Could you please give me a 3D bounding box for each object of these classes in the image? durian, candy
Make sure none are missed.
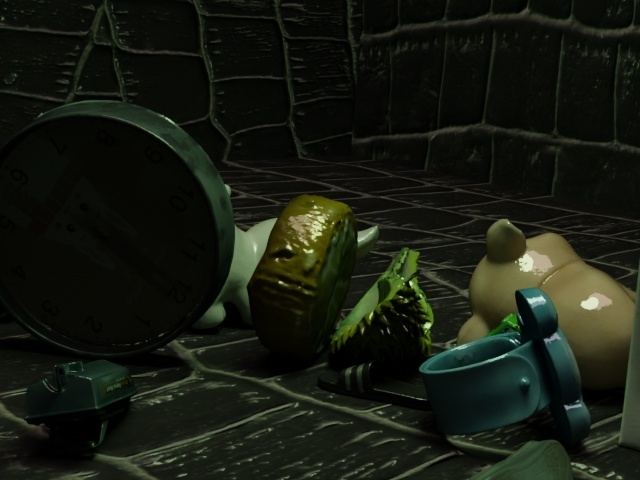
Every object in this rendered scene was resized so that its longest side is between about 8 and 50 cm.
[{"bbox_3d":[0.098,0.104,1.650,0.157,0.169,0.355,4,5,4],"label":"durian"},{"bbox_3d":[-0.022,0.056,1.639,0.118,0.260,0.260,15,14,14],"label":"candy"}]

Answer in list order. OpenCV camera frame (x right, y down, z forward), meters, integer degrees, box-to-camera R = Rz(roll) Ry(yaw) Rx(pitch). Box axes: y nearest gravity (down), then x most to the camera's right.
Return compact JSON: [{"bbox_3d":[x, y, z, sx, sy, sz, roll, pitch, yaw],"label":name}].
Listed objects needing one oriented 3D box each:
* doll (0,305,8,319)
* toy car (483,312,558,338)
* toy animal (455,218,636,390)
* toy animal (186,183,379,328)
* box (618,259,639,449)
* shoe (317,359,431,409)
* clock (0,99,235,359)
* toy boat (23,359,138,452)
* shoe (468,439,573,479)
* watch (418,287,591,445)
[{"bbox_3d":[-0.509,0.087,1.762,0.091,0.067,0.219,4,9,18],"label":"doll"},{"bbox_3d":[0.270,0.151,1.536,0.062,0.165,0.071,48,25,10],"label":"toy car"},{"bbox_3d":[0.368,0.114,1.663,0.269,0.237,0.326,15,13,-8],"label":"toy animal"},{"bbox_3d":[-0.094,0.016,1.829,0.367,0.241,0.196,-1,15,-25],"label":"toy animal"},{"bbox_3d":[0.483,0.135,1.419,0.111,0.260,0.194,11,13,26],"label":"box"},{"bbox_3d":[0.085,0.194,1.507,0.179,0.049,0.071,9,12,23],"label":"shoe"},{"bbox_3d":[-0.318,-0.010,1.543,0.386,0.386,0.076,6,17,8],"label":"clock"},{"bbox_3d":[-0.281,0.195,1.307,0.093,0.103,0.246,-8,-3,5],"label":"toy boat"},{"bbox_3d":[0.202,0.276,1.150,0.195,0.079,0.078,-20,-9,-47],"label":"shoe"},{"bbox_3d":[0.231,0.180,1.390,0.193,0.211,0.211,-17,13,-2],"label":"watch"}]
